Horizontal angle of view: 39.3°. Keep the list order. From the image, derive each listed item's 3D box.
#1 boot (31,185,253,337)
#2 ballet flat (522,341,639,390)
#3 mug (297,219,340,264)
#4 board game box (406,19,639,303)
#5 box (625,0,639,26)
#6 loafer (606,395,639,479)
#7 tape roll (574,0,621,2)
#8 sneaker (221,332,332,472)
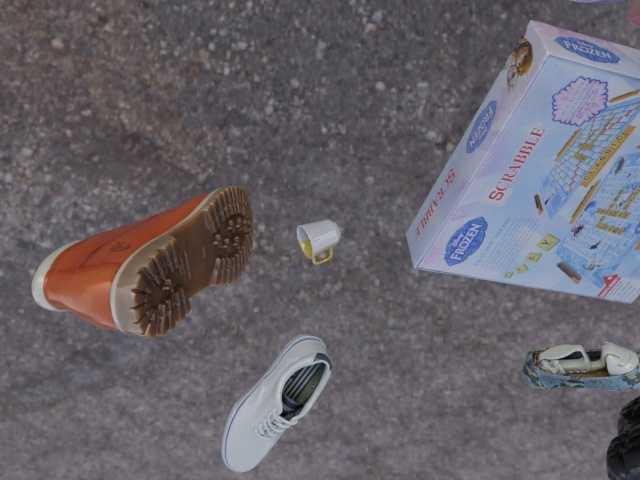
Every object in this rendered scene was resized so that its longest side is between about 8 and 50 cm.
[{"bbox_3d":[-0.099,0.005,0.536,0.085,0.158,0.059,2,109,25],"label":"boot"},{"bbox_3d":[0.371,0.169,1.222,0.188,0.070,0.070,-7,141,10],"label":"ballet flat"},{"bbox_3d":[-0.001,-0.004,1.596,0.064,0.062,0.078,-21,156,-20],"label":"mug"},{"bbox_3d":[0.307,-0.070,1.031,0.318,0.066,0.318,10,133,-20],"label":"board game box"},{"bbox_3d":[0.754,-0.505,1.852,0.127,0.232,0.148,26,98,-6],"label":"box"},{"bbox_3d":[0.298,0.181,0.771,0.076,0.223,0.078,-28,86,29],"label":"loafer"},{"bbox_3d":[0.399,-0.434,1.273,0.189,0.189,0.080,-32,171,39],"label":"tape roll"},{"bbox_3d":[-0.074,0.265,1.416,0.094,0.091,0.258,28,98,-20],"label":"sneaker"}]
